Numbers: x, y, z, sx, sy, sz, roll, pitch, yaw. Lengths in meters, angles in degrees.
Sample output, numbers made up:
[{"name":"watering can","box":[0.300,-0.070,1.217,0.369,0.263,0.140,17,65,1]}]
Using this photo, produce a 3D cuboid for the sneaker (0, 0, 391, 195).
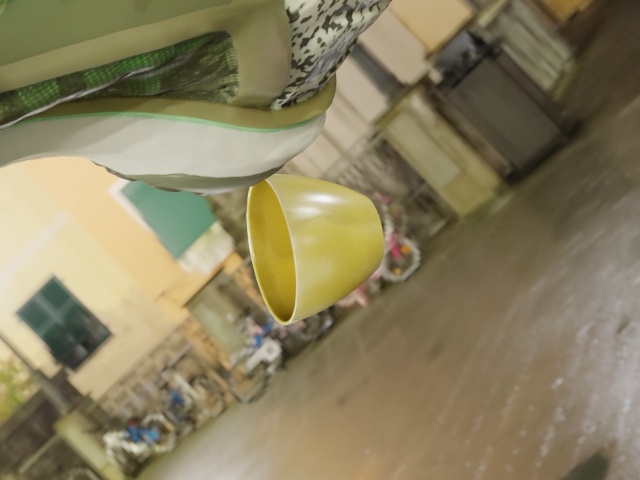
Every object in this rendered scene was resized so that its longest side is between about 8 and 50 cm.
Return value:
[{"name":"sneaker","box":[-0.082,-0.112,0.416,0.182,0.158,0.410,-37,-10,28]}]

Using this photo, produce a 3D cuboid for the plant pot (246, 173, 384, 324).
[{"name":"plant pot","box":[0.000,0.000,1.128,0.095,0.134,0.134,-11,-9,-19]}]
